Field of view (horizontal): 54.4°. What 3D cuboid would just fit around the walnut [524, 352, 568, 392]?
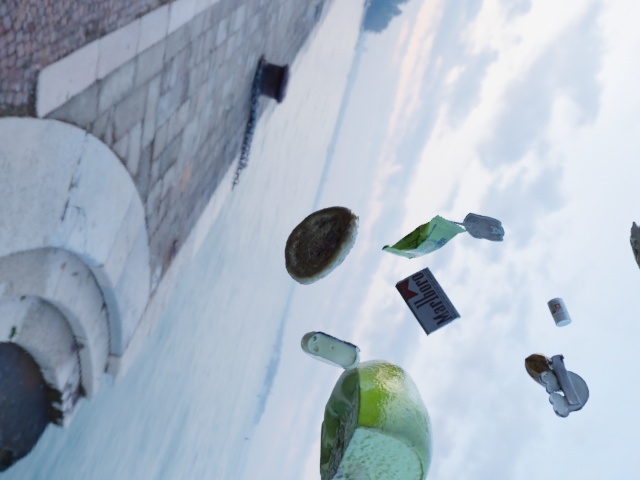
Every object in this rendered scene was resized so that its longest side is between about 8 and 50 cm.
[{"bbox_3d":[0.880,0.512,2.399,0.116,0.207,0.116,-49,166,-17],"label":"walnut"}]

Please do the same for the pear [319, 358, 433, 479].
[{"bbox_3d":[0.134,0.430,1.479,0.318,0.238,0.343,-84,-170,-51],"label":"pear"}]

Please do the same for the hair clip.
[{"bbox_3d":[0.660,0.393,1.680,0.049,0.116,0.172,76,2,-53],"label":"hair clip"}]

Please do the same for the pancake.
[{"bbox_3d":[0.001,0.001,2.307,0.065,0.356,0.356,50,38,-35],"label":"pancake"}]

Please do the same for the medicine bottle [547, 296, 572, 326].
[{"bbox_3d":[0.816,0.245,2.132,0.057,0.057,0.089,107,-23,-53],"label":"medicine bottle"}]

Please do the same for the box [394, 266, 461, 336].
[{"bbox_3d":[0.308,0.175,1.793,0.178,0.115,0.036,59,-16,22],"label":"box"}]

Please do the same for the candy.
[{"bbox_3d":[0.331,0.001,2.010,0.246,0.149,0.069,-37,-131,34],"label":"candy"}]

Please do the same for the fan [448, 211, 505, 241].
[{"bbox_3d":[0.490,-0.048,2.027,0.009,0.219,0.132,-60,148,-29],"label":"fan"}]

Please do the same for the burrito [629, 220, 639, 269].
[{"bbox_3d":[0.975,0.125,1.777,0.076,0.117,0.392,-31,-129,32],"label":"burrito"}]

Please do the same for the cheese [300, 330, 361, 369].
[{"bbox_3d":[0.011,0.240,1.355,0.251,0.127,0.054,120,-8,-76],"label":"cheese"}]
